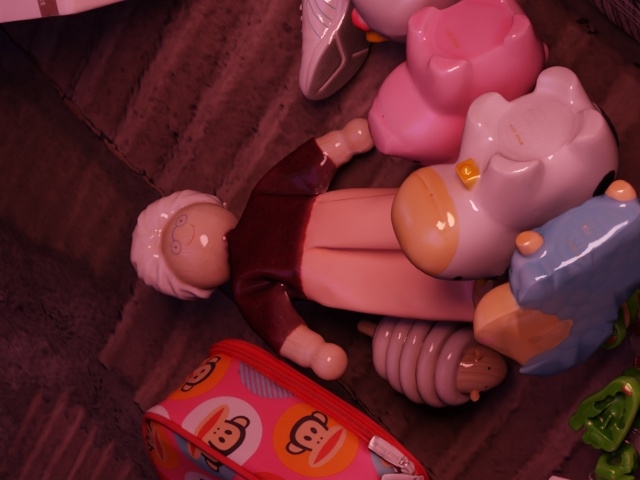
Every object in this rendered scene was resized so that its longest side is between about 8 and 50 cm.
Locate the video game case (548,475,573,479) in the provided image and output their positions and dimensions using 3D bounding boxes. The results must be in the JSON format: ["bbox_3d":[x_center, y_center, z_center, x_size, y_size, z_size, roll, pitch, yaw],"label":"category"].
[{"bbox_3d":[0.271,0.214,1.051,0.190,0.173,0.022,9,71,37],"label":"video game case"}]

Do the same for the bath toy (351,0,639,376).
[{"bbox_3d":[0.099,-0.083,1.011,0.129,0.151,0.348,62,-174,-53],"label":"bath toy"}]

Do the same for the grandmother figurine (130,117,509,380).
[{"bbox_3d":[0.000,0.000,1.177,0.342,0.208,0.104,-1,148,32],"label":"grandmother figurine"}]

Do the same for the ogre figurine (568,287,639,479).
[{"bbox_3d":[0.220,0.065,1.047,0.097,0.118,0.197,-16,95,46],"label":"ogre figurine"}]

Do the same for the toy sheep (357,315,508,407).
[{"bbox_3d":[0.085,0.085,1.184,0.132,0.091,0.091,14,115,35],"label":"toy sheep"}]

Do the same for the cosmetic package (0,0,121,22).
[{"bbox_3d":[-0.198,-0.261,1.213,0.151,0.183,0.151,0,106,39],"label":"cosmetic package"}]

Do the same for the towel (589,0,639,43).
[{"bbox_3d":[0.150,-0.182,0.899,0.056,0.312,0.324,-46,73,5],"label":"towel"}]

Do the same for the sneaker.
[{"bbox_3d":[0.009,-0.181,1.172,0.061,0.053,0.152,34,120,35],"label":"sneaker"}]

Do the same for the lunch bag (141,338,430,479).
[{"bbox_3d":[-0.003,0.233,1.231,0.258,0.120,0.293,29,150,29],"label":"lunch bag"}]
